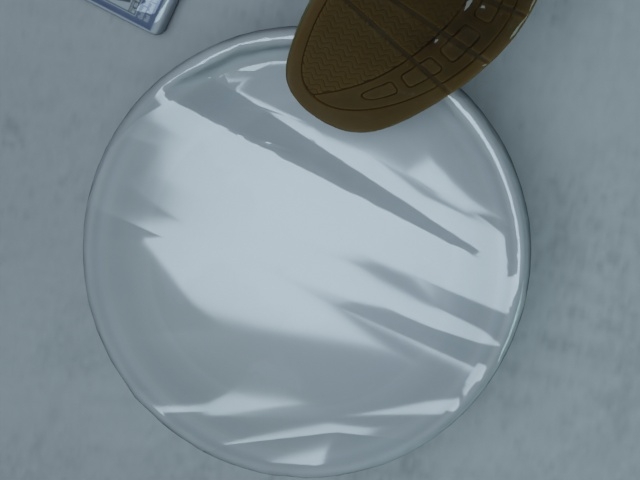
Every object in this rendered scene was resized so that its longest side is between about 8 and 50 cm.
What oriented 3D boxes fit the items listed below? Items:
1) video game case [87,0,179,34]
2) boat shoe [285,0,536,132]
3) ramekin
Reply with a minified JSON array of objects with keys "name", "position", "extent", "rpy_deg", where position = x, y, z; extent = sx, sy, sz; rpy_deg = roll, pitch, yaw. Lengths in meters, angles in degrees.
[{"name":"video game case","position":[-0.141,-0.260,1.213],"extent":[0.183,0.023,0.201],"rpy_deg":[28,104,6]},{"name":"boat shoe","position":[0.085,-0.181,1.039],"extent":[0.104,0.089,0.285],"rpy_deg":[36,107,-16]},{"name":"ramekin","position":[0.000,0.000,1.174],"extent":[0.273,0.127,0.273],"rpy_deg":[2,100,12]}]
